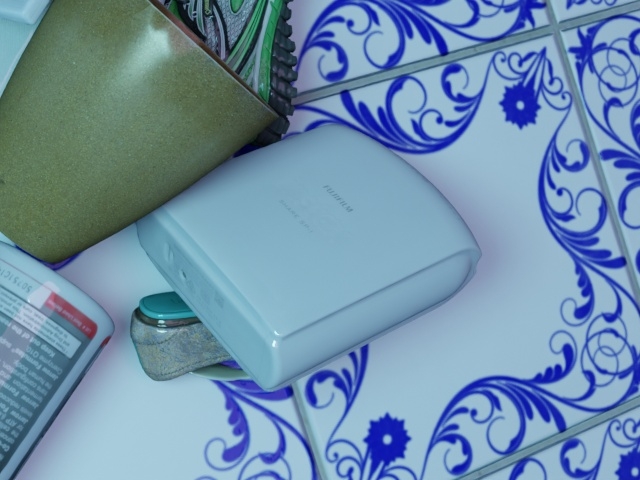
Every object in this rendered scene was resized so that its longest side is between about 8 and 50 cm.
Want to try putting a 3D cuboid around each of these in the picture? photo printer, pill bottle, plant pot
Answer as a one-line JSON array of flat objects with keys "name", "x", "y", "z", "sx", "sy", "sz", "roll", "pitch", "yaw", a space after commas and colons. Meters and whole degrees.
[{"name": "photo printer", "x": 0.000, "y": 0.000, "z": 1.189, "sx": 0.307, "sy": 0.107, "sz": 0.256, "roll": -23, "pitch": 53, "yaw": -32}, {"name": "pill bottle", "x": -0.340, "y": 0.154, "z": 1.078, "sx": 0.161, "sy": 0.161, "sz": 0.283, "roll": 37, "pitch": 72, "yaw": -15}, {"name": "plant pot", "x": -0.212, "y": -0.109, "z": 1.076, "sx": 0.237, "sy": 0.237, "sz": 0.254, "roll": 43, "pitch": 96, "yaw": -13}]

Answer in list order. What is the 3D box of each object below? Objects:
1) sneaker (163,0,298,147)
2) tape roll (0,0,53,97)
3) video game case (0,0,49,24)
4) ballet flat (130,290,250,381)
[{"name": "sneaker", "x": -0.105, "y": -0.278, "z": 1.232, "sx": 0.146, "sy": 0.134, "sz": 0.343, "roll": 2, "pitch": 85, "yaw": -22}, {"name": "tape roll", "x": -0.460, "y": -0.206, "z": 1.114, "sx": 0.392, "sy": 0.072, "sz": 0.392, "roll": 3, "pitch": 83, "yaw": -23}, {"name": "video game case", "x": -0.290, "y": -0.299, "z": 1.078, "sx": 0.190, "sy": 0.173, "sz": 0.022, "roll": -63, "pitch": 148, "yaw": -16}, {"name": "ballet flat", "x": -0.055, "y": 0.098, "z": 1.245, "sx": 0.316, "sy": 0.107, "sz": 0.106, "roll": -5, "pitch": 111, "yaw": -17}]
